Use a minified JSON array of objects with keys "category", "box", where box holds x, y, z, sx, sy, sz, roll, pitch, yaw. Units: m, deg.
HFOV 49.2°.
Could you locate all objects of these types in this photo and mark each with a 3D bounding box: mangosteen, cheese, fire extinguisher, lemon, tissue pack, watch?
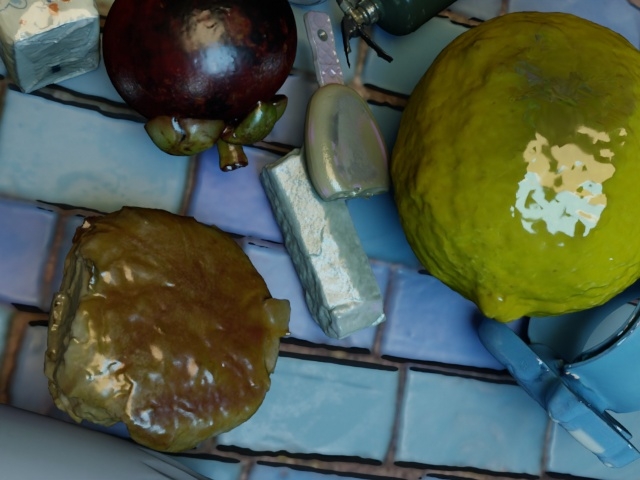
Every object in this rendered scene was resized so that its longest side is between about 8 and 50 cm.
[{"category":"mangosteen","box":[-0.102,-0.161,0.648,0.199,0.200,0.200,1,87,-16]},{"category":"cheese","box":[0.015,-0.134,0.688,0.097,0.037,0.192,-9,84,-38]},{"category":"fire extinguisher","box":[0.117,-0.292,0.754,0.294,0.093,0.118,-37,85,-15]},{"category":"lemon","box":[0.201,-0.078,0.669,0.268,0.268,0.322,12,78,-15]},{"category":"tissue pack","box":[-0.267,-0.248,0.607,0.092,0.148,0.196,-26,94,-19]},{"category":"watch","box":[0.300,0.105,0.730,0.211,0.211,0.193,39,95,-11]}]

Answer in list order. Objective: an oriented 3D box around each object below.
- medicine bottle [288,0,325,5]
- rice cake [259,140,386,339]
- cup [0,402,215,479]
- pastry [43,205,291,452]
[{"category":"medicine bottle","box":[-0.001,-0.353,0.725,0.083,0.083,0.203,19,80,-14]},{"category":"rice cake","box":[0.000,0.001,0.713,0.069,0.063,0.207,-25,94,-21]},{"category":"cup","box":[-0.251,0.256,0.534,0.371,0.253,0.254,20,82,-18]},{"category":"pastry","box":[-0.141,0.070,0.620,0.218,0.100,0.229,-27,86,-43]}]
